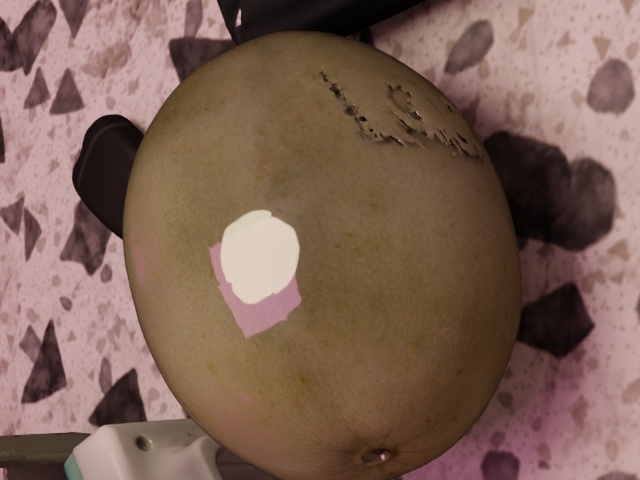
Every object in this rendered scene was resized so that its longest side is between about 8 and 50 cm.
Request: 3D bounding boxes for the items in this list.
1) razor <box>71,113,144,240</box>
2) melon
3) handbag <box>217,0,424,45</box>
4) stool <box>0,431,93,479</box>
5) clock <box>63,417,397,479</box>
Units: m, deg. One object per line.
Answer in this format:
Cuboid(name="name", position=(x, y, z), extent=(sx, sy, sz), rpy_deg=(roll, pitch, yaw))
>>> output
Cuboid(name="razor", position=(-0.169, -0.047, 1.291), extent=(0.148, 0.054, 0.090), rpy_deg=(40, 118, 39))
Cuboid(name="melon", position=(0.000, 0.000, 0.974), extent=(0.268, 0.268, 0.330), rpy_deg=(-40, 48, 35))
Cuboid(name="handbag", position=(0.031, -0.305, 1.034), extent=(0.302, 0.178, 0.275), rpy_deg=(-21, 88, 43))
Cuboid(name="stool", position=(-0.267, 0.293, 1.209), extent=(0.170, 0.270, 0.243), rpy_deg=(-3, 84, 45))
Cuboid(name="clock", position=(-0.027, 0.235, 1.009), extent=(0.116, 0.231, 0.262), rpy_deg=(-48, 56, 26))
